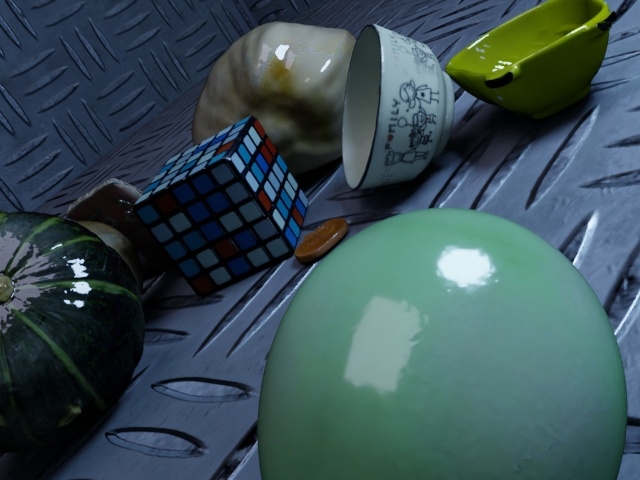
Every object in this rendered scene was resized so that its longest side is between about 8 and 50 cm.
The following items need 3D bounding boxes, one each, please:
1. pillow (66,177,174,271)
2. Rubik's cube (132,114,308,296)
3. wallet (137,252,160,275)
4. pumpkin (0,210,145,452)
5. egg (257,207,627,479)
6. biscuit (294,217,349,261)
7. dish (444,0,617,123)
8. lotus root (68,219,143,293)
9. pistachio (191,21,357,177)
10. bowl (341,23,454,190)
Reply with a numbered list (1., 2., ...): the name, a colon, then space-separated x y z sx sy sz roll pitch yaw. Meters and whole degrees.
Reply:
1. pillow: -0.304 -0.024 1.283 0.126 0.232 0.043 -26 46 29
2. Rubik's cube: -0.145 -0.056 1.175 0.184 0.182 0.187 -25 23 22
3. wallet: -0.430 0.031 1.551 0.406 0.062 0.228 -19 25 32
4. pumpkin: -0.391 0.115 0.979 0.324 0.241 0.323 -1 62 3
5. egg: 0.073 0.102 0.468 0.221 0.220 0.269 -21 32 29
6. biscuit: 0.000 0.000 1.076 0.091 0.015 0.078 -41 21 -21
7. dish: 0.303 -0.241 1.044 0.221 0.108 0.262 -29 20 9
8. lotus root: -0.411 0.081 1.202 0.272 0.272 0.192 -31 12 7
9. pistachio: -0.083 -0.244 1.411 0.365 0.281 0.445 -51 12 -20
10. bowl: 0.112 -0.186 1.087 0.127 0.237 0.237 2 18 -11
